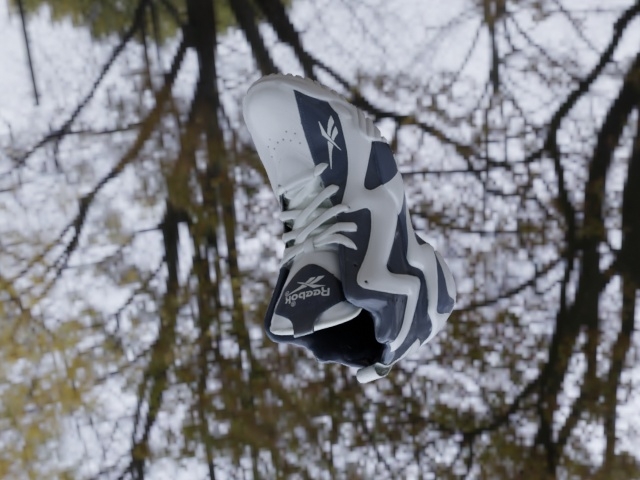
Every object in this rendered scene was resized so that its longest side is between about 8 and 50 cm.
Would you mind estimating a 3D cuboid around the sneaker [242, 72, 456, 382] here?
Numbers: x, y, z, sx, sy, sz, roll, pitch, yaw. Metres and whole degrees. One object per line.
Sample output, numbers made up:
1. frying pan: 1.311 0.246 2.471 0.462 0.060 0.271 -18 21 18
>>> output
1. sneaker: 0.000 0.000 0.953 0.094 0.235 0.153 -18 -162 32
